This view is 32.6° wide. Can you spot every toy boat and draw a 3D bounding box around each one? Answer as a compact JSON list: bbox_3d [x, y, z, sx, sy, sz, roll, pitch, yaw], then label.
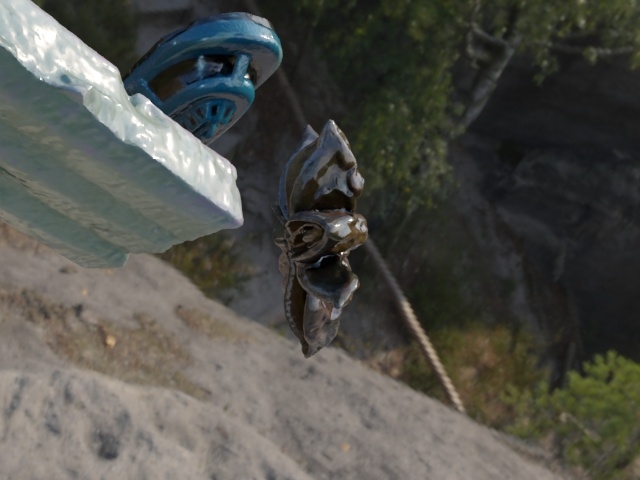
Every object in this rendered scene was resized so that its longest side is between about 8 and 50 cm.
[{"bbox_3d":[-0.146,-0.109,1.078,0.134,0.299,0.092,3,64,-44],"label":"toy boat"}]

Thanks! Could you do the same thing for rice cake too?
[{"bbox_3d":[-0.143,-0.061,0.467,0.237,0.127,0.043,37,50,-41],"label":"rice cake"}]

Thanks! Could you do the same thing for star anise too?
[{"bbox_3d":[-0.002,-0.013,0.970,0.073,0.212,0.197,-2,67,-10],"label":"star anise"}]
